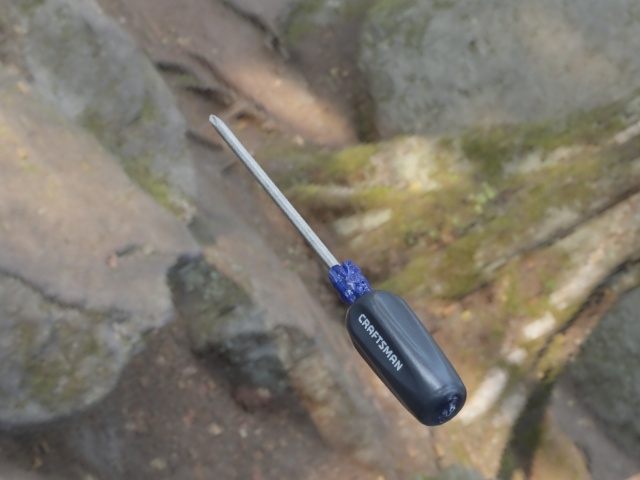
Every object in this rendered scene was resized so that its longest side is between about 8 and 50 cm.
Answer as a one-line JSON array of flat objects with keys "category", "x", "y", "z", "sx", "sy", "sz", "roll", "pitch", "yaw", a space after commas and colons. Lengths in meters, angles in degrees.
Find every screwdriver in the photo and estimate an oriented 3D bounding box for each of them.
[{"category": "screwdriver", "x": 0.000, "y": 0.000, "z": 0.497, "sx": 0.024, "sy": 0.025, "sz": 0.170, "roll": -11, "pitch": 48, "yaw": -30}]
